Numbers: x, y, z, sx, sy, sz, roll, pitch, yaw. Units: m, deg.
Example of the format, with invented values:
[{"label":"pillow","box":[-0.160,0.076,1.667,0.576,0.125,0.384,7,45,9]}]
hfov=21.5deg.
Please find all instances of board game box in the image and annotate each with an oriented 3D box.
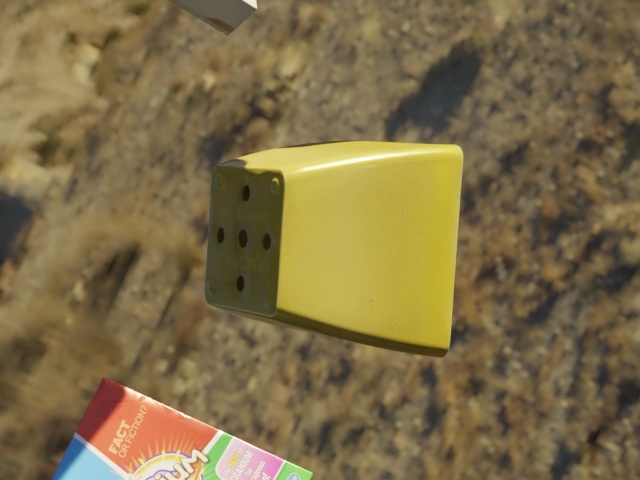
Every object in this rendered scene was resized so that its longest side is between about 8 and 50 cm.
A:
[{"label":"board game box","box":[-0.203,0.359,2.261,0.064,0.316,0.242,116,178,-67]}]

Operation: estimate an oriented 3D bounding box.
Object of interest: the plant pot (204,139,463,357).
[{"label":"plant pot","box":[0.000,0.000,1.700,0.212,0.187,0.212,8,94,56]}]

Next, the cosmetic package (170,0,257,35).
[{"label":"cosmetic package","box":[-0.110,-0.226,1.406,0.041,0.115,0.060,-38,39,31]}]
